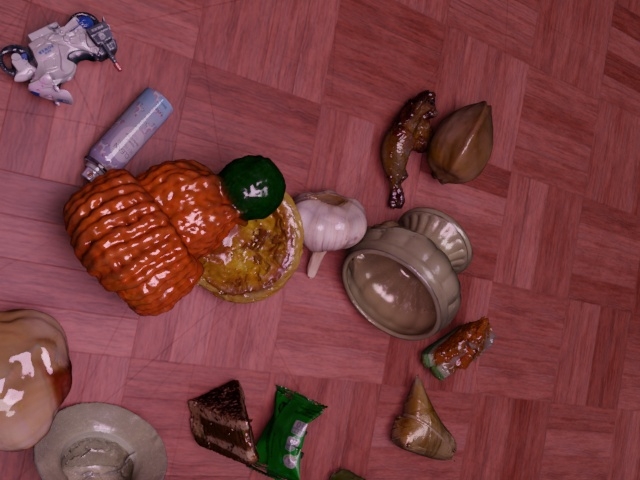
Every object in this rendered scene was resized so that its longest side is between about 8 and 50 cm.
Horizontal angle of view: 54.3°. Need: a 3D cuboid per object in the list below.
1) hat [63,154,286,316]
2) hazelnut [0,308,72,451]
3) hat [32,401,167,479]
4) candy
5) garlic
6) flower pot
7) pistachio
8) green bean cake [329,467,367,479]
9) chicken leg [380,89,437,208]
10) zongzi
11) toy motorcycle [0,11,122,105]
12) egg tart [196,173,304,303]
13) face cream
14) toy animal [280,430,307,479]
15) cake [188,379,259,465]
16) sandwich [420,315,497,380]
[{"bbox_3d":[-0.271,-0.060,1.197,0.400,0.285,0.285,-37,110,0],"label":"hat"},{"bbox_3d":[-0.584,0.253,1.130,0.261,0.241,0.261,26,52,-37],"label":"hazelnut"},{"bbox_3d":[-0.446,0.457,1.234,0.257,0.257,0.130,13,118,-29],"label":"hat"},{"bbox_3d":[-0.086,0.452,1.451,0.078,0.141,0.203,32,73,-45],"label":"candy"},{"bbox_3d":[0.000,0.000,1.472,0.199,0.199,0.226,-2,118,-29],"label":"garlic"},{"bbox_3d":[0.224,0.065,1.537,0.244,0.307,0.307,-45,112,-37],"label":"flower pot"},{"bbox_3d":[0.386,-0.271,1.650,0.163,0.213,0.260,31,68,-6],"label":"pistachio"},{"bbox_3d":[0.078,0.703,1.558,0.200,0.113,0.214,44,72,-26],"label":"green bean cake"},{"bbox_3d":[0.231,-0.247,1.637,0.177,0.083,0.322,46,67,-42],"label":"chicken leg"},{"bbox_3d":[0.295,0.483,1.687,0.194,0.099,0.197,28,71,-27],"label":"zongzi"},{"bbox_3d":[-0.493,-0.351,1.216,0.221,0.102,0.150,-38,97,-22],"label":"toy motorcycle"},{"bbox_3d":[-0.173,-0.009,1.370,0.290,0.115,0.290,0,90,2],"label":"egg tart"},{"bbox_3d":[-0.402,-0.209,1.283,0.075,0.075,0.229,43,73,-23],"label":"face cream"},{"bbox_3d":[-0.072,0.503,1.506,0.065,0.047,0.136,31,82,-18],"label":"toy animal"},{"bbox_3d":[-0.212,0.401,1.322,0.135,0.246,0.112,-17,101,-8],"label":"cake"},{"bbox_3d":[0.383,0.298,1.692,0.185,0.160,0.109,-27,85,-34],"label":"sandwich"}]
